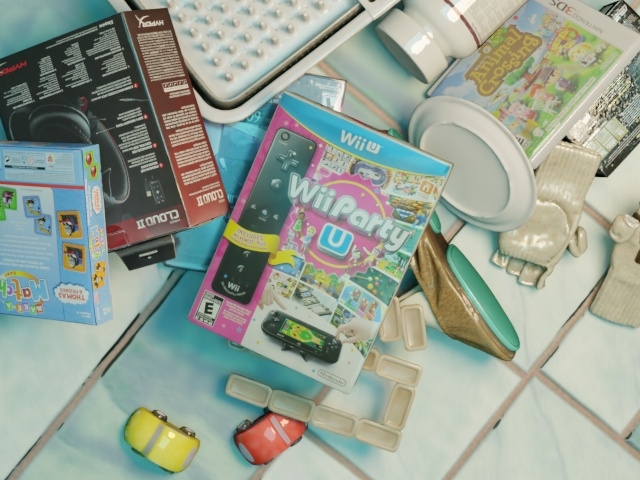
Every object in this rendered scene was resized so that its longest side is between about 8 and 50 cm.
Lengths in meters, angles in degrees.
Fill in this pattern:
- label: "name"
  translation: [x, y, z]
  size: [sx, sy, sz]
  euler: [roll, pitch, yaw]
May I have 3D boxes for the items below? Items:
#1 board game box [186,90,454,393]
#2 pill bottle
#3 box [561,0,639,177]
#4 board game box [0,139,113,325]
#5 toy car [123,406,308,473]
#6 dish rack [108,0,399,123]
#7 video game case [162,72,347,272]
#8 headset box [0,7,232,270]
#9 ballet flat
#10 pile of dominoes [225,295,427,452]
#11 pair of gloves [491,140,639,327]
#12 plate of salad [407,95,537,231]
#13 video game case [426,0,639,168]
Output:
- label: "board game box"
  translation: [0.000, 0.000, 1.671]
  size: [0.224, 0.097, 0.303]
  euler: [24, 97, 5]
- label: "pill bottle"
  translation: [0.181, -0.308, 1.733]
  size: [0.221, 0.121, 0.121]
  euler: [-44, 96, -2]
- label: "box"
  translation: [0.370, -0.195, 1.779]
  size: [0.147, 0.077, 0.180]
  euler: [42, 89, -6]
- label: "board game box"
  translation: [-0.328, -0.011, 1.635]
  size: [0.160, 0.039, 0.211]
  euler: [5, 104, 28]
- label: "toy car"
  translation: [-0.130, 0.321, 1.766]
  size: [0.239, 0.053, 0.225]
  euler: [-2, 93, -5]
- label: "dish rack"
  translation: [-0.081, -0.331, 1.714]
  size: [0.333, 0.072, 0.285]
  euler: [-38, 86, -3]
- label: "video game case"
  translation: [-0.084, -0.087, 1.767]
  size: [0.196, 0.026, 0.274]
  euler: [9, 91, -6]
- label: "headset box"
  translation: [-0.252, -0.108, 1.661]
  size: [0.218, 0.110, 0.293]
  euler: [-16, 94, 27]
- label: "ballet flat"
  translation: [0.122, 0.023, 1.758]
  size: [0.124, 0.116, 0.342]
  euler: [-30, 95, 17]
- label: "pile of dominoes"
  translation: [0.010, 0.137, 1.754]
  size: [0.251, 0.040, 0.196]
  euler: [19, 97, 3]
- label: "pair of gloves"
  translation: [0.352, -0.002, 1.765]
  size: [0.240, 0.042, 0.204]
  euler: [25, 117, -6]
- label: "plate of salad"
  translation: [0.193, -0.099, 1.721]
  size: [0.048, 0.200, 0.200]
  euler: [-41, 97, -32]
- label: "video game case"
  translation: [0.268, -0.216, 1.734]
  size: [0.212, 0.023, 0.193]
  euler: [-49, 53, -2]
